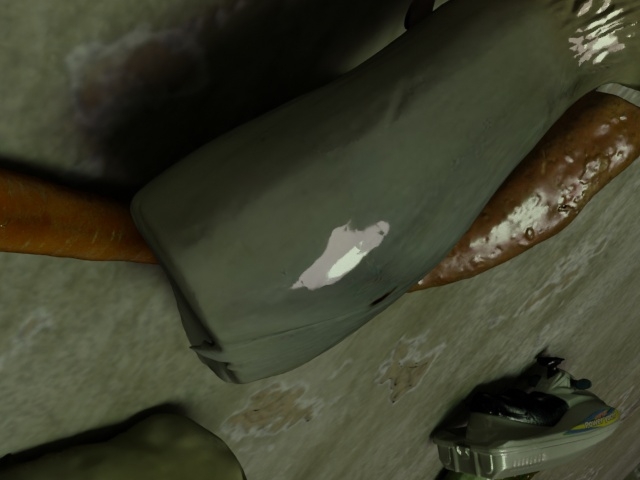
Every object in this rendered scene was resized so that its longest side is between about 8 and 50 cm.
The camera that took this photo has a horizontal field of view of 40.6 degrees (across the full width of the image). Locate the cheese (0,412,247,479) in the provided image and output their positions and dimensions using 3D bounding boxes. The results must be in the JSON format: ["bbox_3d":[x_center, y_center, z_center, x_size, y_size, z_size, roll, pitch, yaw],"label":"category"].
[{"bbox_3d":[-0.139,0.273,0.589,0.317,0.326,0.115,17,131,-12],"label":"cheese"}]

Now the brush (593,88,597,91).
[{"bbox_3d":[0.273,-0.246,0.638,0.090,0.017,0.314,-5,133,-49],"label":"brush"}]

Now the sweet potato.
[{"bbox_3d":[0.158,-0.041,0.703,0.251,0.097,0.097,-35,149,1],"label":"sweet potato"}]

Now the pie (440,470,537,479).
[{"bbox_3d":[0.291,0.352,1.344,0.277,0.078,0.277,-27,146,-20],"label":"pie"}]

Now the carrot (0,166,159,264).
[{"bbox_3d":[-0.123,-0.008,0.470,0.043,0.043,0.247,-52,150,17],"label":"carrot"}]

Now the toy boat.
[{"bbox_3d":[0.282,0.235,1.151,0.269,0.141,0.141,-19,142,-33],"label":"toy boat"}]

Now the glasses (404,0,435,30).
[{"bbox_3d":[0.055,-0.194,0.382,0.162,0.095,0.255,-46,153,10],"label":"glasses"}]

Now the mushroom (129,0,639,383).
[{"bbox_3d":[0.050,-0.050,0.461,0.328,0.122,0.159,-36,176,-5],"label":"mushroom"}]
